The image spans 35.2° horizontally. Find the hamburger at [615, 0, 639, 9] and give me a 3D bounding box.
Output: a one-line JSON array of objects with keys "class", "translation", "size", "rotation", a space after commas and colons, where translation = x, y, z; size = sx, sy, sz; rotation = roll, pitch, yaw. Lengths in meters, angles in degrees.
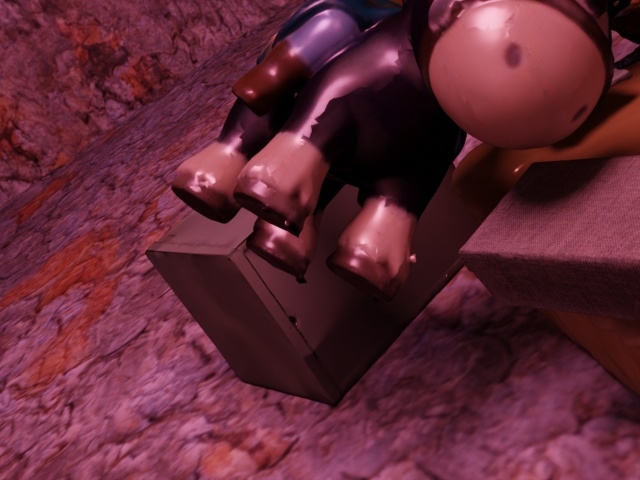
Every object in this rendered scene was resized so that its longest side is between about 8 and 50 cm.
[{"class": "hamburger", "translation": [0.392, -0.324, 1.009], "size": [0.262, 0.124, 0.131], "rotation": [-38, 39, 3]}]

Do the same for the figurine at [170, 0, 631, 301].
[{"class": "figurine", "translation": [0.069, -0.156, 0.599], "size": [0.306, 0.241, 0.411], "rotation": [-45, 18, 48]}]

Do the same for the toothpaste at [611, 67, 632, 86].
[{"class": "toothpaste", "translation": [0.135, -0.103, 0.718], "size": [0.062, 0.037, 0.216], "rotation": [-34, 16, -12]}]

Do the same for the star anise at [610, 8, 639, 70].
[{"class": "star anise", "translation": [0.327, -0.162, 0.715], "size": [0.272, 0.102, 0.272], "rotation": [-18, -19, -6]}]

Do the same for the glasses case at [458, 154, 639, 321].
[{"class": "glasses case", "translation": [0.148, 0.000, 0.430], "size": [0.071, 0.047, 0.205], "rotation": [-49, 21, -18]}]

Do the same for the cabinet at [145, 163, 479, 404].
[{"class": "cabinet", "translation": [0.000, 0.000, 0.818], "size": [0.206, 0.145, 0.150], "rotation": [-44, 23, -25]}]

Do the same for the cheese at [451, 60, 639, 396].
[{"class": "cheese", "translation": [0.245, -0.016, 0.545], "size": [0.384, 0.104, 0.384], "rotation": [-29, 20, 12]}]
